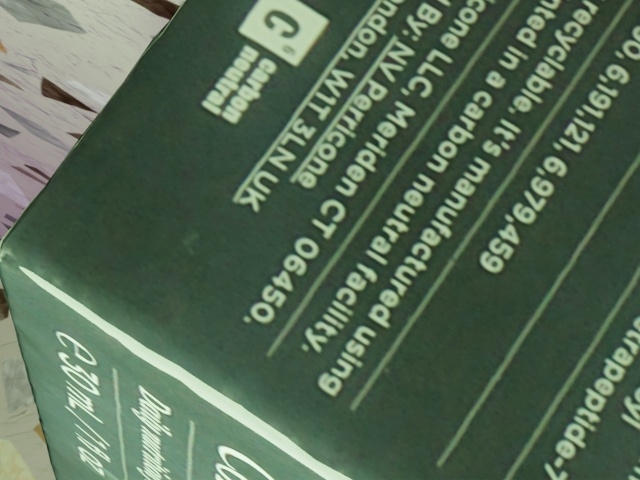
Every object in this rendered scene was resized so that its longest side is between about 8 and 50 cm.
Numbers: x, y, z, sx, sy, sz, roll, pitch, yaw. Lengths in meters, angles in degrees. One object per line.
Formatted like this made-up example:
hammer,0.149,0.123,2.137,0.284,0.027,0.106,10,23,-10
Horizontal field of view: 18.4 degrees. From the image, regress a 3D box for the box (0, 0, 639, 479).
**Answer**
box,0.161,0.100,0.778,0.471,0.297,0.480,31,160,9
